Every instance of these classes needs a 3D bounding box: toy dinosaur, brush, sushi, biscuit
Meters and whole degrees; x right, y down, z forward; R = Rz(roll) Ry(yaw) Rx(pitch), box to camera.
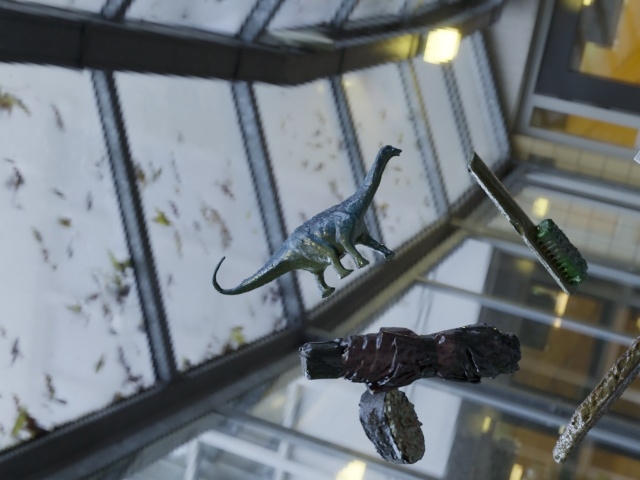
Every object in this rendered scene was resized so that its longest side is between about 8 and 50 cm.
[{"bbox_3d":[0.010,0.006,1.786,0.363,0.147,0.076,-36,-17,1],"label":"toy dinosaur"},{"bbox_3d":[0.315,-0.030,1.740,0.282,0.048,0.054,47,-150,-20],"label":"brush"},{"bbox_3d":[0.128,0.328,2.035,0.090,0.078,0.150,-49,-61,-50],"label":"sushi"},{"bbox_3d":[0.352,0.152,1.336,0.237,0.026,0.131,-43,-19,-24],"label":"biscuit"}]

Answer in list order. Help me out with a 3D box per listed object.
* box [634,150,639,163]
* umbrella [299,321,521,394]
[{"bbox_3d":[0.554,-0.160,1.739,0.040,0.084,0.154,-10,-43,-52],"label":"box"},{"bbox_3d":[0.130,0.169,1.667,0.094,0.326,0.090,-108,17,-59],"label":"umbrella"}]
